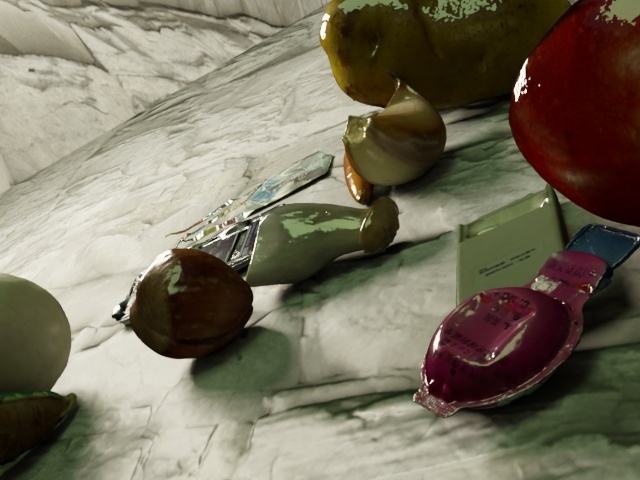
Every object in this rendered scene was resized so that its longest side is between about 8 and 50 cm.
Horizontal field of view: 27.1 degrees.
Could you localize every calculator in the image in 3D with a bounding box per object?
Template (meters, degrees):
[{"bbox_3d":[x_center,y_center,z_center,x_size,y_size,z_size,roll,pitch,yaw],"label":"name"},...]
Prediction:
[{"bbox_3d":[-0.174,0.036,1.937,0.274,0.028,0.166,-26,18,16],"label":"calculator"}]

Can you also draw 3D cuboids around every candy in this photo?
[{"bbox_3d":[-0.468,0.167,1.731,0.295,0.295,0.185,-31,50,2],"label":"candy"}]

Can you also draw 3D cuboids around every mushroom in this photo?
[{"bbox_3d":[0.000,0.000,1.659,0.225,0.093,0.116,-13,38,24],"label":"mushroom"}]

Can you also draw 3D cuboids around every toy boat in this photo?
[{"bbox_3d":[-0.426,0.238,1.618,0.293,0.108,0.099,-12,16,-24],"label":"toy boat"}]

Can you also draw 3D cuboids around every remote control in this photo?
[{"bbox_3d":[0.196,0.018,1.349,0.123,0.038,0.285,-26,16,13],"label":"remote control"}]

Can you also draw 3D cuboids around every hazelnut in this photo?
[{"bbox_3d":[-0.156,0.079,1.624,0.143,0.143,0.154,-45,5,-38],"label":"hazelnut"}]

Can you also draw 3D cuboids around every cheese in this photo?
[{"bbox_3d":[0.180,0.069,1.153,0.244,0.062,0.155,-41,29,-18],"label":"cheese"}]

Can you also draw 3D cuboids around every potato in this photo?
[{"bbox_3d":[0.183,-0.294,1.935,0.369,0.176,0.195,0,47,16],"label":"potato"}]

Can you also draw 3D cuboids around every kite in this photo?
[{"bbox_3d":[-0.116,-0.064,2.153,0.310,0.015,0.169,-26,17,7],"label":"kite"}]

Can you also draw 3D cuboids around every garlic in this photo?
[{"bbox_3d":[0.106,-0.134,1.814,0.207,0.128,0.115,-54,-16,-59],"label":"garlic"}]

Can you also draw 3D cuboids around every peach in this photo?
[{"bbox_3d":[0.307,-0.126,1.215,0.274,0.248,0.245,-30,37,32],"label":"peach"}]

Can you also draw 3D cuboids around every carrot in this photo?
[{"bbox_3d":[0.062,-0.113,1.920,0.271,0.066,0.062,-64,-7,-56],"label":"carrot"}]
